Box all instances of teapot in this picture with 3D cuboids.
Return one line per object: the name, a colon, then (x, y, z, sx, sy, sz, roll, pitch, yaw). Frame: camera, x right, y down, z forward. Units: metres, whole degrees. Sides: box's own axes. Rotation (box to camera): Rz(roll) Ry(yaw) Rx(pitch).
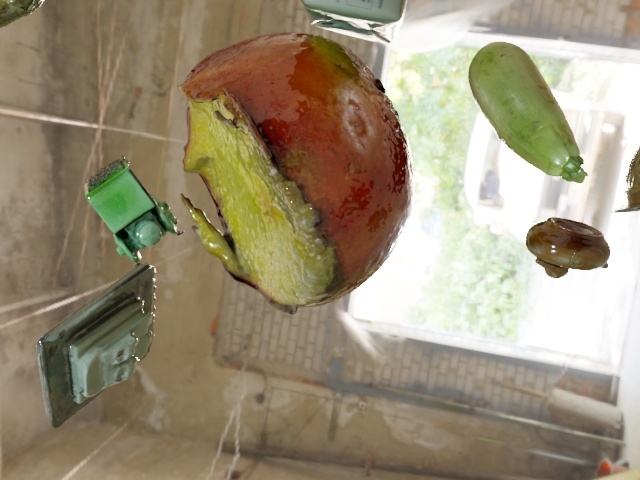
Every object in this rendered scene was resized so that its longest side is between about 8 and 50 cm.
teapot: (0.337, 0.017, 0.911, 0.098, 0.129, 0.078, -127, 48, -58)

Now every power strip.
power strip: (-0.297, 0.159, 0.958, 0.213, 0.064, 0.198, -41, -28, -43)

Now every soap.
soap: (0.058, -0.382, 0.892, 0.182, 0.138, 0.199, -71, -8, -81)

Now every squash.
squash: (0.335, -0.213, 1.114, 0.118, 0.118, 0.370, 91, 171, -45)

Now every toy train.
toy train: (-0.386, -0.065, 1.354, 0.188, 0.132, 0.243, 57, 170, -20)

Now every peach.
peach: (-0.037, -0.102, 0.972, 0.339, 0.353, 0.416, 96, 176, -55)

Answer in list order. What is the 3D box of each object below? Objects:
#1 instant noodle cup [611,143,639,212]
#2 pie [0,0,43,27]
instant noodle cup: (0.438, -0.109, 0.707, 0.274, 0.274, 0.090, -11, -95, -81)
pie: (-0.495, -0.413, 0.890, 0.071, 0.306, 0.306, -178, 99, -68)
